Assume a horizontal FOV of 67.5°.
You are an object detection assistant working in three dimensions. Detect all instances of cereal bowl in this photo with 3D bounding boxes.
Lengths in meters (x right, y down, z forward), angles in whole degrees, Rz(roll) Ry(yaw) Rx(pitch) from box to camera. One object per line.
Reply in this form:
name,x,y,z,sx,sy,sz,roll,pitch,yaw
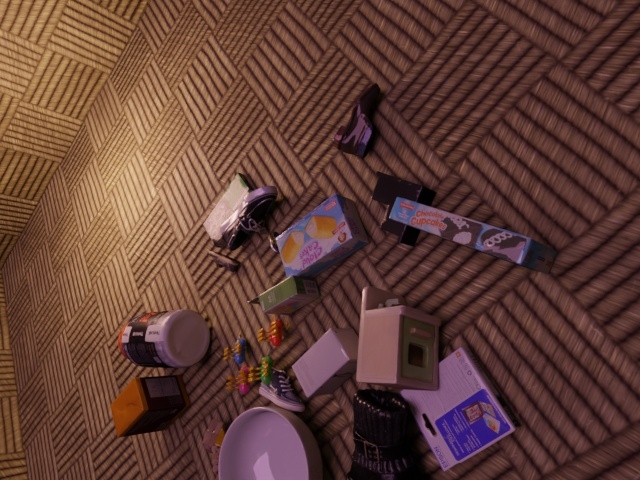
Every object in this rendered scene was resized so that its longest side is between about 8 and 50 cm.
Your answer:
cereal bowl,-0.123,0.642,1.353,0.339,0.141,0.338,-9,74,36

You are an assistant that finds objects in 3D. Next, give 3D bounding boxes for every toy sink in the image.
toy sink,0.191,0.228,1.139,0.131,0.153,0.233,-16,60,46

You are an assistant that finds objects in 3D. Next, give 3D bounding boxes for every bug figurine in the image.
bug figurine,-0.204,0.364,1.508,0.279,0.072,0.216,-32,42,36

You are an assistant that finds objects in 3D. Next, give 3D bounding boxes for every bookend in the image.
bookend,0.201,-0.086,1.281,0.156,0.072,0.157,26,99,42

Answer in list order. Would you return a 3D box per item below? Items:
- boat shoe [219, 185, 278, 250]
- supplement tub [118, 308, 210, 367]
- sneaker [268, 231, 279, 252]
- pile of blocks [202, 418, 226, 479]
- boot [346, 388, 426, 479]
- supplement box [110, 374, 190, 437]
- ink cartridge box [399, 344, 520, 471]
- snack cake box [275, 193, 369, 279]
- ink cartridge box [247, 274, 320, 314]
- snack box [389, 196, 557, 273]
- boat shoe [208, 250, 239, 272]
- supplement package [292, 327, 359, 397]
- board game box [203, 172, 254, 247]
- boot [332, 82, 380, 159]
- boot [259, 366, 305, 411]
boat shoe,-0.238,-0.068,1.627,0.306,0.113,0.104,-37,66,32
supplement tub,-0.586,0.365,1.768,0.338,0.207,0.206,-11,74,38
sneaker,-0.148,0.005,1.586,0.035,0.031,0.083,-45,56,24
pile of blocks,-0.269,0.741,1.505,0.112,0.149,0.362,88,162,-48
boot,0.198,0.513,1.107,0.348,0.131,0.259,10,91,42
supplement box,-0.623,0.604,1.756,0.191,0.194,0.129,-46,55,23
ink cartridge box,0.312,0.386,1.103,0.208,0.045,0.206,-46,54,26
snack cake box,0.000,0.000,1.424,0.264,0.089,0.152,-35,59,30
ink cartridge box,-0.114,0.182,1.469,0.209,0.109,0.062,-32,61,31
snack box,0.336,-0.014,1.074,0.322,0.187,0.060,24,97,41
boat shoe,-0.360,0.075,1.736,0.152,0.056,0.049,18,87,41
supplement package,0.028,0.336,1.318,0.179,0.105,0.105,-49,54,23
board game box,-0.339,-0.111,1.776,0.259,0.030,0.136,-51,51,20
boot,0.137,-0.345,1.407,0.106,0.082,0.219,36,101,17
boot,-0.113,0.444,1.438,0.190,0.069,0.085,9,82,43
